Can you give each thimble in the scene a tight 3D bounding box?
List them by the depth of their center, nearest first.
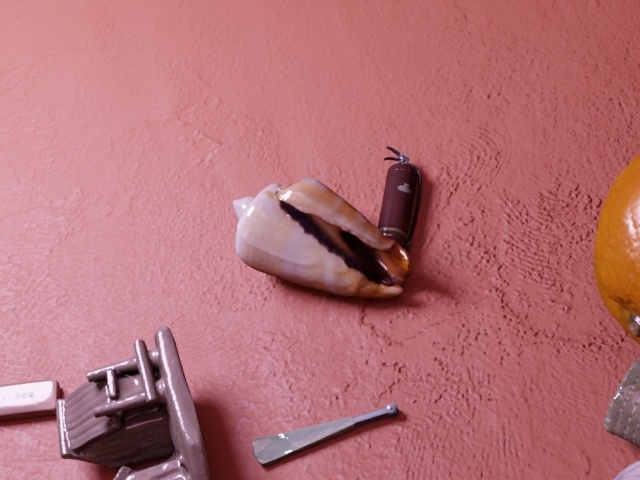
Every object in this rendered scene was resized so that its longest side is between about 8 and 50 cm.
[{"bbox_3d":[0.394,0.195,1.759,0.062,0.084,0.110,26,55,21],"label":"thimble"}]

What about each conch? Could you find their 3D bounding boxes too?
[{"bbox_3d":[0.001,-0.005,1.938,0.255,0.158,0.127,25,26,-2],"label":"conch"}]

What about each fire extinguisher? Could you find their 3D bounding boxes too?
[{"bbox_3d":[0.107,-0.053,1.983,0.064,0.043,0.158,19,62,-13],"label":"fire extinguisher"}]

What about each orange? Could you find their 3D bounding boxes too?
[{"bbox_3d":[0.477,0.016,1.718,0.312,0.312,0.312,-5,59,8],"label":"orange"}]

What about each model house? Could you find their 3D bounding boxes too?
[{"bbox_3d":[-0.238,0.244,1.828,0.188,0.122,0.229,-20,61,2],"label":"model house"}]

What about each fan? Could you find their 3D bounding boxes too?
[{"bbox_3d":[0.008,0.245,1.843,0.193,0.016,0.038,-17,61,2],"label":"fan"}]

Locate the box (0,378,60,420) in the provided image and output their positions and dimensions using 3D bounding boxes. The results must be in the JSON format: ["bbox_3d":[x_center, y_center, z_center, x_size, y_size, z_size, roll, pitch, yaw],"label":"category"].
[{"bbox_3d":[-0.405,0.214,1.933,0.115,0.025,0.048,-7,57,7],"label":"box"}]

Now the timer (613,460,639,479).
[{"bbox_3d":[0.440,0.370,1.645,0.237,0.087,0.262,0,62,10],"label":"timer"}]
